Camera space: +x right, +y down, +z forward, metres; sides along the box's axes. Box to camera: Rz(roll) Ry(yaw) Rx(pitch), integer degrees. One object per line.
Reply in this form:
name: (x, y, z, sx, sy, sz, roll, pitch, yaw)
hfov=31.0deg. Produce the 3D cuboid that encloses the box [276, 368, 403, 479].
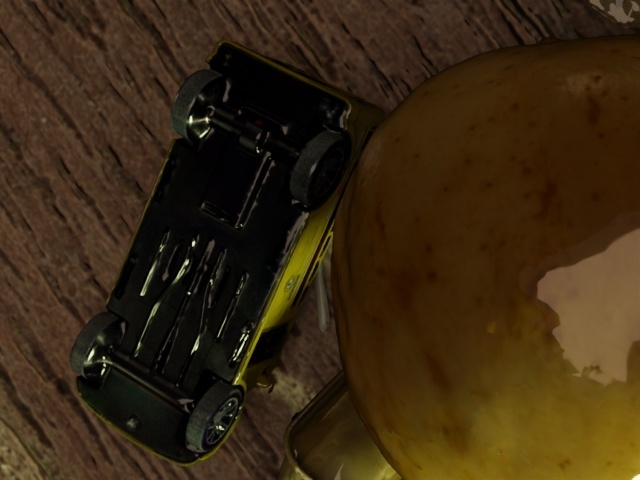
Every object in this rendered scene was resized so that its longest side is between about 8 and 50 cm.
box: (0.033, 0.168, 0.950, 0.111, 0.177, 0.111, 11, 115, 23)

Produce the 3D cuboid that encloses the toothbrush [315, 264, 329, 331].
toothbrush: (0.000, 0.000, 1.013, 0.017, 0.014, 0.162, -4, 92, 21)

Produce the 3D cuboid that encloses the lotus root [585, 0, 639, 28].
lotus root: (0.281, -0.234, 0.838, 0.199, 0.180, 0.188, -36, 90, 21)

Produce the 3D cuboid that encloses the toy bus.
toy bus: (-0.072, 0.014, 0.959, 0.145, 0.151, 0.331, 28, 103, 19)

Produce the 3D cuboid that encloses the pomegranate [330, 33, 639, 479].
pomegranate: (0.191, 0.015, 0.811, 0.410, 0.410, 0.410, 2, 96, 14)
